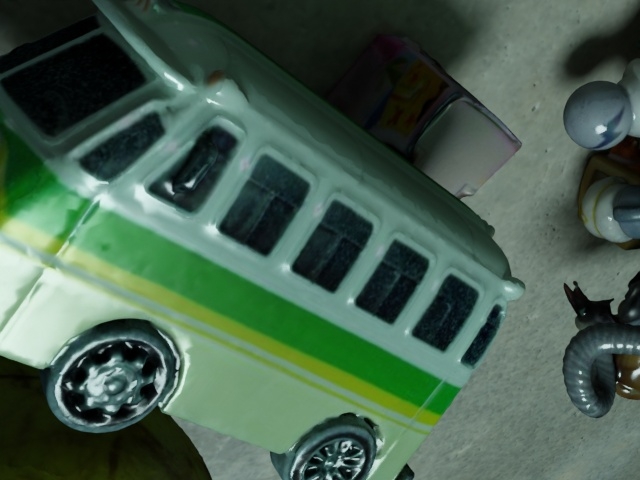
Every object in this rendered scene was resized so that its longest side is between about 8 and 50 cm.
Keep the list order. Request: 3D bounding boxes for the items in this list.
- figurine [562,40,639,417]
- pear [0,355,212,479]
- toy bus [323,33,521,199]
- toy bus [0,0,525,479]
[{"bbox_3d":[0.304,-0.062,0.658,0.261,0.186,0.381,-11,129,-30],"label":"figurine"},{"bbox_3d":[-0.199,0.197,0.522,0.284,0.283,0.283,-17,135,-17],"label":"pear"},{"bbox_3d":[-0.001,0.000,0.578,0.274,0.112,0.090,-47,136,15],"label":"toy bus"},{"bbox_3d":[-0.040,0.004,0.410,0.276,0.133,0.164,32,100,-39],"label":"toy bus"}]
